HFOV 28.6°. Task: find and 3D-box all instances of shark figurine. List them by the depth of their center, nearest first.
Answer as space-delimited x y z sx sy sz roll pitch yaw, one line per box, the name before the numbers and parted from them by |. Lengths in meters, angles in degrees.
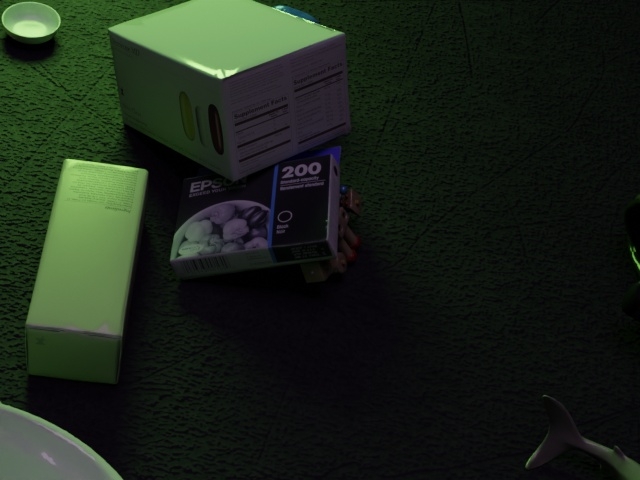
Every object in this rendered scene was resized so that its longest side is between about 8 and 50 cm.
shark figurine | 0.364 0.284 1.402 0.166 0.116 0.278 -12 53 -25

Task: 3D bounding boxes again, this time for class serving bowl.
serving bowl | -0.422 -0.313 1.837 0.083 0.027 0.083 6 47 -7

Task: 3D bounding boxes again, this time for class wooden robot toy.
wooden robot toy | 0.000 0.000 1.633 0.079 0.076 0.173 -9 38 28

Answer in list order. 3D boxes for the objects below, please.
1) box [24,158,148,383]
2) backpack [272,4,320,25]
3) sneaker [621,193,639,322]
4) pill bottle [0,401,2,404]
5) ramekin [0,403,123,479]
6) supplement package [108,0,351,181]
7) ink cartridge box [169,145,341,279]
box | -0.275 0.032 1.501 0.113 0.094 0.275 8 46 -5
backpack | -0.052 -0.283 1.831 0.098 0.120 0.101 15 46 2
sneaker | 0.524 -0.046 1.700 0.202 0.185 0.483 25 46 5
pill bottle | -0.384 0.207 1.300 0.065 0.065 0.116 38 46 22
ramekin | -0.313 0.279 1.162 0.277 0.135 0.277 28 16 -9
supplement package | -0.122 -0.215 1.679 0.204 0.145 0.262 -26 36 -32
ink cartridge box | -0.079 -0.050 1.609 0.206 0.045 0.208 -9 45 12
